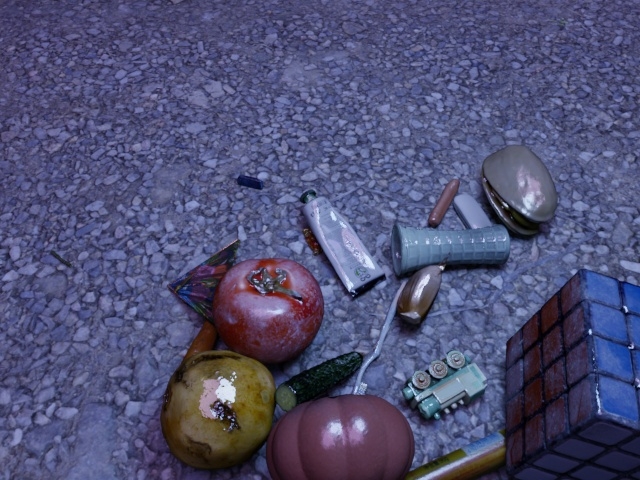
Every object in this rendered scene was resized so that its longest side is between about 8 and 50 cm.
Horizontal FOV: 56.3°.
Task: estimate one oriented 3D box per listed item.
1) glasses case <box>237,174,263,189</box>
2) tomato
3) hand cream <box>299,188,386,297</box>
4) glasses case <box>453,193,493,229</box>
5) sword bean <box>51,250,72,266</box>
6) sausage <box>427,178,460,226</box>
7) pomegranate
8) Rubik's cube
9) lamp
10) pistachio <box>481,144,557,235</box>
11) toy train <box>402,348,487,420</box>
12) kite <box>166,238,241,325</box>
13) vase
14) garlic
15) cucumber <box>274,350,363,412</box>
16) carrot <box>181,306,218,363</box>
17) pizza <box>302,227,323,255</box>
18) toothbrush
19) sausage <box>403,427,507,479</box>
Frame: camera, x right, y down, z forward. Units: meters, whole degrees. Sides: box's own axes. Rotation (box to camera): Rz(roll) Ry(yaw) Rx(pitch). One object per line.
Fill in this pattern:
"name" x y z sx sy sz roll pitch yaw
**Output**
"glasses case" -0.214 -0.182 1.832 0.083 0.033 0.023 13 44 10
"tomato" -0.126 0.176 1.443 0.270 0.227 0.270 5 38 -4
"hand cream" 0.048 -0.001 1.657 0.121 0.076 0.336 -25 68 -22
"glasses case" 0.443 -0.070 1.733 0.063 0.041 0.164 -18 56 -10
"sword bean" -0.729 0.052 1.680 0.083 0.012 0.012 31 60 21
"sausage" 0.364 -0.112 1.765 0.043 0.043 0.186 24 58 18
"pomegranate" -0.225 0.368 1.303 0.260 0.260 0.260 0 53 1
"Rubik's cube" 0.604 0.318 1.220 0.337 0.344 0.344 19 52 -2
"lamp" 0.043 0.439 1.206 0.305 0.305 0.240 -7 65 -5
"pistachio" 0.565 -0.155 1.714 0.197 0.166 0.288 3 51 -15
"toy train" 0.291 0.343 1.407 0.194 0.081 0.125 -25 61 -19
"kite" -0.303 0.111 1.611 0.234 0.016 0.321 -6 42 12
"vase" 0.350 0.016 1.616 0.299 0.143 0.143 -3 53 -5
"garlic" 0.268 0.125 1.525 0.090 0.128 0.198 36 77 4
"cucumber" 0.009 0.315 1.383 0.067 0.067 0.293 39 29 26
"carrot" -0.284 0.231 1.515 0.061 0.061 0.210 11 50 9
"pizza" 0.007 -0.011 1.704 0.099 0.029 0.100 -16 56 -12
"toothbrush" 0.151 0.248 1.509 0.037 0.028 0.375 24 57 5
"sausage" 0.325 0.482 1.303 0.371 0.082 0.082 -19 55 -14
